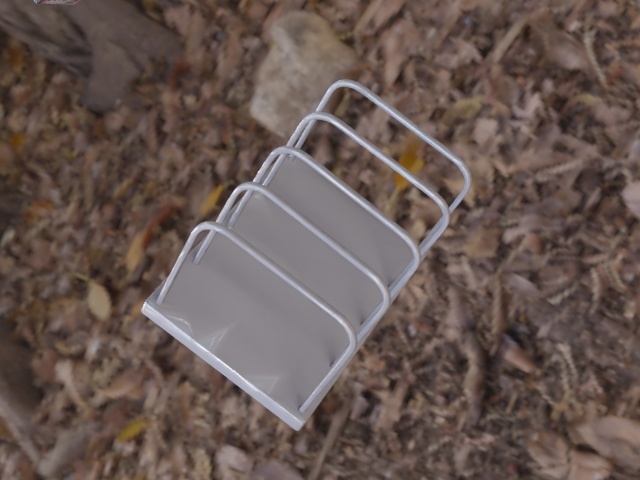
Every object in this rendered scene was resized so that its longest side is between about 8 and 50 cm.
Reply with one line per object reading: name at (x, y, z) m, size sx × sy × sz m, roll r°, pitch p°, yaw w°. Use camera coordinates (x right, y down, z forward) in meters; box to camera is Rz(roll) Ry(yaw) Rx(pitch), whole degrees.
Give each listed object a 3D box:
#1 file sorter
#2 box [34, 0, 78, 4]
file sorter at (0.000, 0.000, 1.197) m, size 0.278 × 0.193 × 0.173 m, roll -50°, pitch -3°, yaw -42°
box at (-0.335, -0.427, 1.838) m, size 0.207 × 0.114 × 0.036 m, roll -31°, pitch 88°, yaw 23°
